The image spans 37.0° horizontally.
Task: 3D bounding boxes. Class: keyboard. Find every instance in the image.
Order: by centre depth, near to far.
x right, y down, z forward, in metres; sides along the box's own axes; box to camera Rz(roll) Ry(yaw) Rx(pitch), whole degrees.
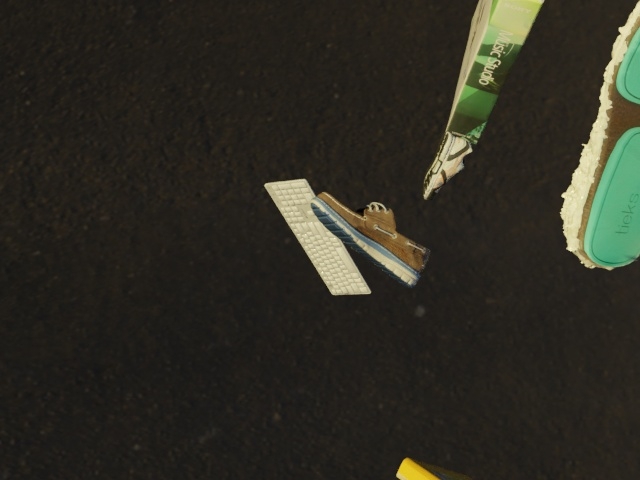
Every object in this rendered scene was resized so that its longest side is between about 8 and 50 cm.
[{"bbox_3d":[0.000,0.000,1.464,0.256,0.072,0.014,59,45,-39],"label":"keyboard"}]

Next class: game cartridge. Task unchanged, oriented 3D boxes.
[{"bbox_3d":[0.347,0.552,1.927,0.285,0.323,0.053,30,86,-50],"label":"game cartridge"}]

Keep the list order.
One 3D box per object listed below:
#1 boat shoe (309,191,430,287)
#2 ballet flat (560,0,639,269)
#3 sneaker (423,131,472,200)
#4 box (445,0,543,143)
[{"bbox_3d":[0.068,-0.014,1.268,0.183,0.066,0.066,38,81,-19],"label":"boat shoe"},{"bbox_3d":[0.377,-0.161,1.130,0.147,0.147,0.409,-8,126,-42],"label":"ballet flat"},{"bbox_3d":[0.167,-0.093,1.272,0.043,0.109,0.040,14,43,-10],"label":"sneaker"},{"bbox_3d":[0.250,-0.313,1.310,0.058,0.322,0.232,15,64,3],"label":"box"}]
